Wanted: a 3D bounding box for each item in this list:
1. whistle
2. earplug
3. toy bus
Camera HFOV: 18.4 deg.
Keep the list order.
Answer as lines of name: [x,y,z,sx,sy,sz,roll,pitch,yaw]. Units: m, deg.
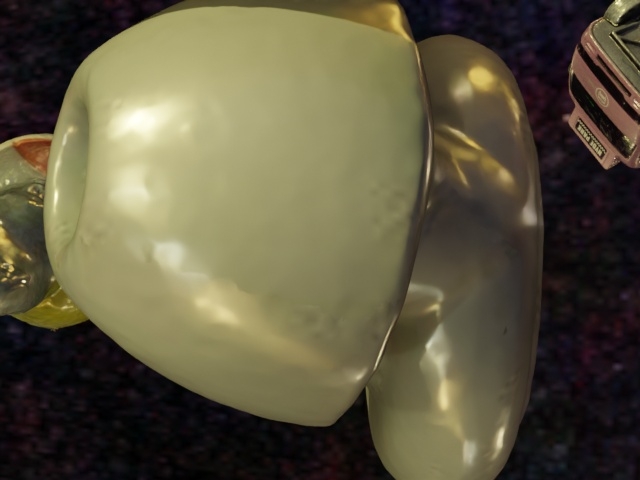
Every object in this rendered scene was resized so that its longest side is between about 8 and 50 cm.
whistle: [-0.170,-0.005,1.164,0.223,0.123,0.123,-42,123,-76]
earplug: [0.011,-0.002,0.863,0.325,0.175,0.214,28,58,-60]
toy bus: [0.242,-0.111,1.252,0.178,0.098,0.087,-22,65,-29]
